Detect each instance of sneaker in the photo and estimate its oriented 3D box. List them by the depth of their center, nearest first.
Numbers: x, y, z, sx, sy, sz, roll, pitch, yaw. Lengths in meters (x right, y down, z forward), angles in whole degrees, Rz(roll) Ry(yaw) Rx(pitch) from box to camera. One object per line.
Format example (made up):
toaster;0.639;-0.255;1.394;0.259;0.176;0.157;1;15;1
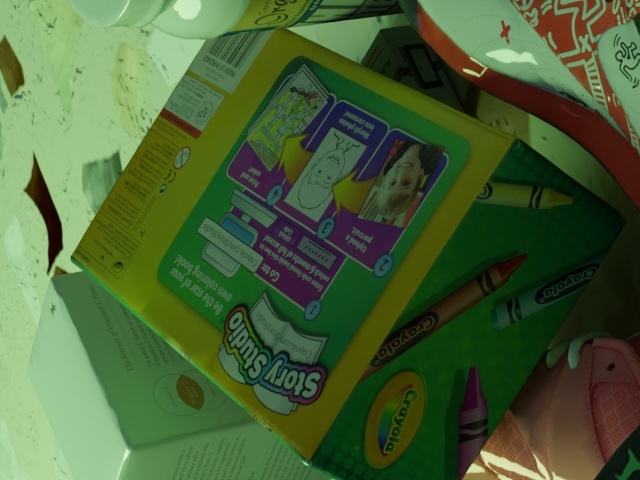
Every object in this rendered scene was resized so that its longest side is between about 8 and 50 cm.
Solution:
sneaker;0.135;-0.106;0.797;0.270;0.090;0.145;49;139;38
sneaker;0.131;0.087;0.877;0.314;0.116;0.136;34;118;45

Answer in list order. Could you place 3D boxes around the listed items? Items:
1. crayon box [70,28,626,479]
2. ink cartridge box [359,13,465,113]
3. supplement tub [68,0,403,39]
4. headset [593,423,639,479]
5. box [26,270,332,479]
crayon box;0.000;0.000;0.933;0.165;0.081;0.278;-57;35;1
ink cartridge box;0.044;-0.081;1.031;0.083;0.028;0.048;67;149;23
supplement tub;-0.023;-0.175;0.941;0.144;0.199;0.144;30;126;55
headset;0.178;0.189;0.681;0.185;0.243;0.394;33;147;55
box;-0.069;0.082;1.145;0.130;0.170;0.091;61;147;32
